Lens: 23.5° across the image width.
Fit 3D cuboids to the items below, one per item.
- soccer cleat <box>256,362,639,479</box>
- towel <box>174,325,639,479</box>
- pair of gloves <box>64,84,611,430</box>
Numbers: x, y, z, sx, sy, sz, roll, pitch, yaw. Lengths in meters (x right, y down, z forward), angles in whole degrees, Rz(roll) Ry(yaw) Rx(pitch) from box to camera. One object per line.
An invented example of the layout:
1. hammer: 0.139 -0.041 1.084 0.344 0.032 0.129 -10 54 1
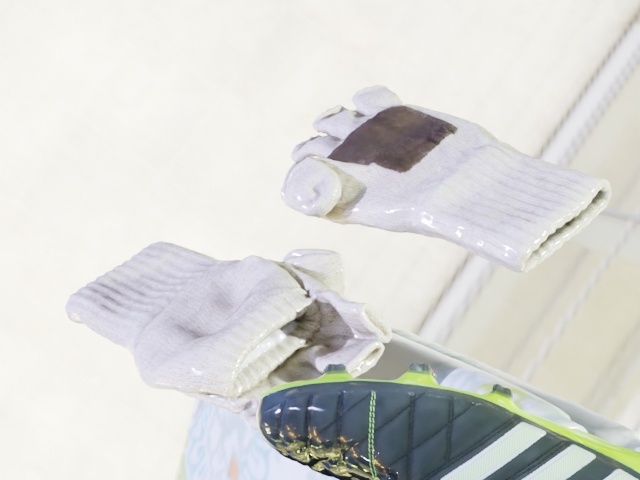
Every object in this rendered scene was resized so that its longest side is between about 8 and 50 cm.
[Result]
1. soccer cleat: 0.061 0.091 0.512 0.178 0.060 0.072 15 -115 3
2. towel: 0.009 0.203 0.807 0.090 0.374 0.321 16 -88 -29
3. pair of gloves: 0.000 0.000 0.792 0.240 0.204 0.042 -33 -58 -20
